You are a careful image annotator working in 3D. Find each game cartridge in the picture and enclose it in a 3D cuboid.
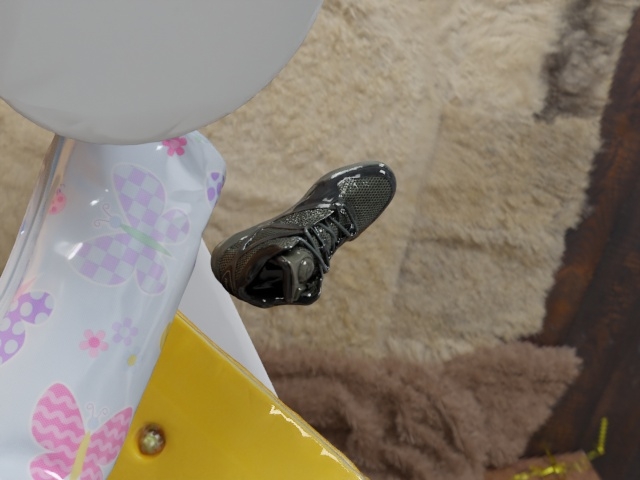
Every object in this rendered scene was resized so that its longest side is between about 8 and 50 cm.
[{"bbox_3d":[-0.170,0.212,0.743,0.285,0.052,0.323,39,85,19],"label":"game cartridge"}]

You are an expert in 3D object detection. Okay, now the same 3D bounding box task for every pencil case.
[{"bbox_3d":[-0.159,0.041,0.643,0.124,0.113,0.273,28,72,-20],"label":"pencil case"}]

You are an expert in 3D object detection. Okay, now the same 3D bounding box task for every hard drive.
[{"bbox_3d":[-0.195,0.160,1.319,0.210,0.040,0.318,-26,119,-7],"label":"hard drive"}]

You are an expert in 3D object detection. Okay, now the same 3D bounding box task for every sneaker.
[{"bbox_3d":[0.000,0.000,1.073,0.227,0.130,0.087,-29,119,-10],"label":"sneaker"}]

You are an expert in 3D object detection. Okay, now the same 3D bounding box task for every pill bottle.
[{"bbox_3d":[-0.164,-0.241,0.583,0.224,0.392,0.224,-21,139,-19],"label":"pill bottle"}]
